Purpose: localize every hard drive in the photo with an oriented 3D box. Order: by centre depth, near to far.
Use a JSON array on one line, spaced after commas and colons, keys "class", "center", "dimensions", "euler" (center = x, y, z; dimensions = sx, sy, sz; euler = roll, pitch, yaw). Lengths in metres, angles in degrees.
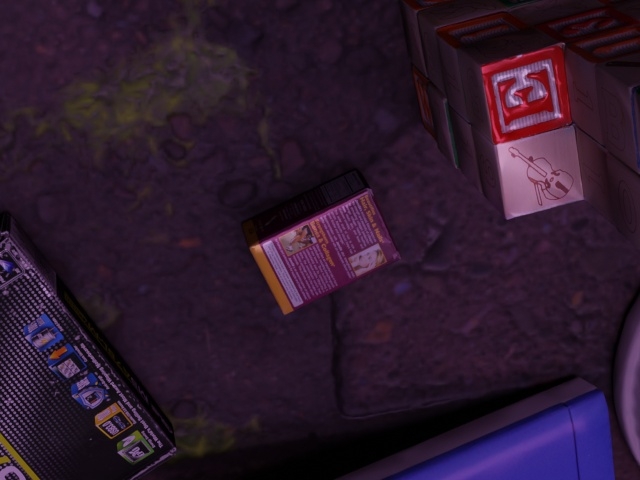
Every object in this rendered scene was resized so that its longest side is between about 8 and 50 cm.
[{"class": "hard drive", "center": [0.062, 0.242, 0.876], "dimensions": [0.318, 0.040, 0.210], "euler": [-19, 115, -20]}]

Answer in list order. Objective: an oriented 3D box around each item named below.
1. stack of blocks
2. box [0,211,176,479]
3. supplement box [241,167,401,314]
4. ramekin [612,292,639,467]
[{"class": "stack of blocks", "center": [0.163, -0.077, 0.672], "dimensions": [0.171, 0.297, 0.087], "euler": [-15, 114, -6]}, {"class": "box", "center": [-0.217, 0.107, 0.811], "dimensions": [0.184, 0.045, 0.191], "euler": [-32, 113, 0]}, {"class": "supplement box", "center": [0.000, 0.000, 0.810], "dimensions": [0.083, 0.043, 0.055], "euler": [-25, 114, 1]}, {"class": "ramekin", "center": [0.348, 0.106, 0.874], "dimensions": [0.272, 0.127, 0.273], "euler": [-4, 112, -10]}]
